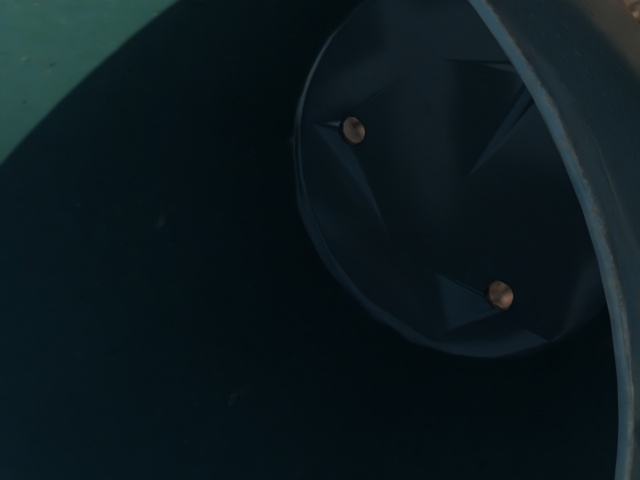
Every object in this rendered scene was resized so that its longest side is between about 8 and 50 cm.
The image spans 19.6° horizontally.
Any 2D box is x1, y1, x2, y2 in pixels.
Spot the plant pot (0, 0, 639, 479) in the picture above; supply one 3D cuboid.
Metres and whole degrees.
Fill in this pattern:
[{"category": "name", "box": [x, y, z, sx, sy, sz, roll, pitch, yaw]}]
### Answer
[{"category": "plant pot", "box": [0.000, 0.000, 0.571, 0.290, 0.195, 0.290, 11, 111, 31]}]
